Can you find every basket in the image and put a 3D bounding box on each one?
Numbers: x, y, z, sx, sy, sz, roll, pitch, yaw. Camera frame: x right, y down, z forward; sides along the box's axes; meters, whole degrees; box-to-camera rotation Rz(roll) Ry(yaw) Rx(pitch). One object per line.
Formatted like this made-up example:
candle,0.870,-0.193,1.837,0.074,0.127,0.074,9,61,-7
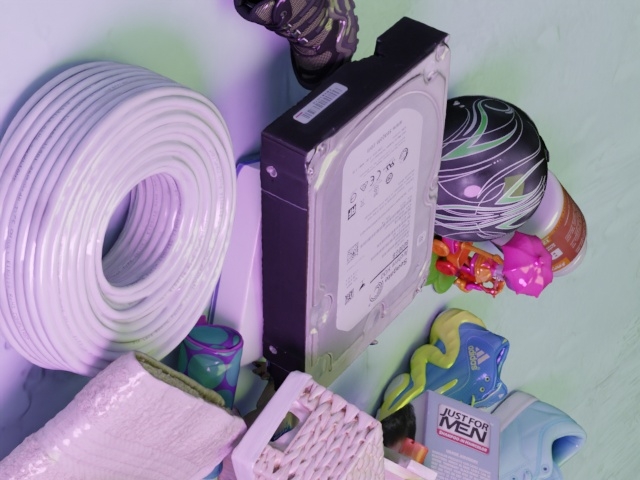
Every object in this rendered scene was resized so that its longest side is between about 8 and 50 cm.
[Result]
basket,-0.006,0.221,1.379,0.113,0.103,0.167,-53,157,-25

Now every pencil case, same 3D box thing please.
pencil case,-0.116,0.155,1.390,0.065,0.070,0.151,1,114,-24

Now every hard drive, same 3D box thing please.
hard drive,0.035,-0.023,1.420,0.237,0.064,0.339,-42,148,-37
hard drive,0.000,0.000,1.518,0.319,0.040,0.210,-19,124,-56

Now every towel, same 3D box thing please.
towel,-0.170,0.191,1.233,0.187,0.049,0.282,-42,158,1

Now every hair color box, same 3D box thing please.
hair color box,0.104,0.382,1.638,0.185,0.114,0.374,-41,-147,47

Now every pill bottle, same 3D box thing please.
pill bottle,0.292,-0.021,1.936,0.121,0.121,0.216,-66,152,-7

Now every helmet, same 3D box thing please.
helmet,0.179,-0.076,1.677,0.161,0.169,0.169,-66,157,-46

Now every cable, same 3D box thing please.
cable,-0.168,-0.014,1.159,0.257,0.089,0.257,-66,152,-6

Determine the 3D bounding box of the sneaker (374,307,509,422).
sneaker,0.164,0.199,1.849,0.240,0.126,0.091,-60,150,-19

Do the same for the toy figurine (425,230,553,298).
toy figurine,0.216,0.032,1.797,0.130,0.159,0.173,-56,150,-23

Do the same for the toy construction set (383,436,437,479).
toy construction set,-0.012,0.332,1.557,0.327,0.151,0.215,-48,175,-6

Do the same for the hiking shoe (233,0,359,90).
hiking shoe,-0.032,-0.219,1.297,0.114,0.086,0.226,-27,141,-21

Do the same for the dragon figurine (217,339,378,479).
dragon figurine,-0.049,0.212,1.523,0.289,0.085,0.144,-43,142,-39

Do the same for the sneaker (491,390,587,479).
sneaker,0.282,0.359,2.139,0.366,0.150,0.135,-44,142,-40
